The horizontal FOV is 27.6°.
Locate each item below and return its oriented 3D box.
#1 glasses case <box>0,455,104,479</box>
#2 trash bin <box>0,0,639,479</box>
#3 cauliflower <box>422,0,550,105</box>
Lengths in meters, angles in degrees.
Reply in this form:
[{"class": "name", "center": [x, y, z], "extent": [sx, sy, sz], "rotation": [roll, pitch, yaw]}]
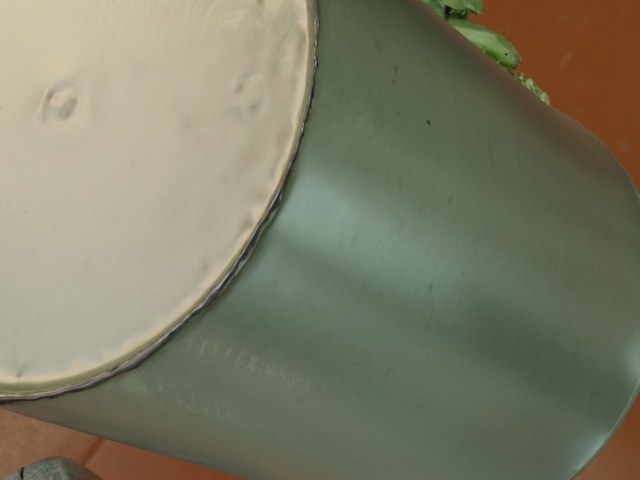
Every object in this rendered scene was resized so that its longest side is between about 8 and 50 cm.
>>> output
[{"class": "glasses case", "center": [-0.133, 0.273, 0.957], "extent": [0.074, 0.131, 0.323], "rotation": [-28, 142, 2]}, {"class": "trash bin", "center": [0.000, 0.000, 0.688], "extent": [0.432, 0.280, 0.280], "rotation": [28, 88, -56]}, {"class": "cauliflower", "center": [0.078, -0.152, 1.223], "extent": [0.275, 0.272, 0.250], "rotation": [5, 112, -13]}]
